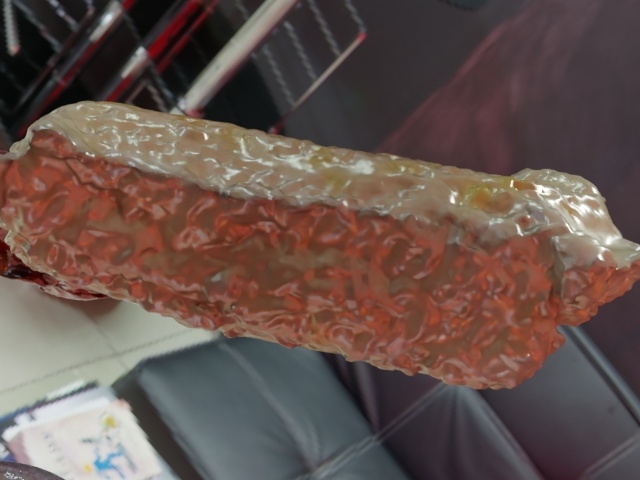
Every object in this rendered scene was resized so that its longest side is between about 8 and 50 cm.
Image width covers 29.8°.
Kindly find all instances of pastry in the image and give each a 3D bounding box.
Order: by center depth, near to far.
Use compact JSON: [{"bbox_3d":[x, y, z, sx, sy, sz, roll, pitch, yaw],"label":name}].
[{"bbox_3d":[-0.001,-0.003,0.491,0.258,0.089,0.121,12,24,-3],"label":"pastry"}]

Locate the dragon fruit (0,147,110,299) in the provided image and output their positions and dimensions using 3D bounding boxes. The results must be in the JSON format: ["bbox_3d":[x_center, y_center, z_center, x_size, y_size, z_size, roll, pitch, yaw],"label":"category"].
[{"bbox_3d":[-0.304,-0.013,1.293,0.317,0.152,0.205,14,2,21],"label":"dragon fruit"}]

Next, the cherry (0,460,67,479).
[{"bbox_3d":[-0.245,0.236,0.899,0.148,0.188,0.115,23,52,-32],"label":"cherry"}]
